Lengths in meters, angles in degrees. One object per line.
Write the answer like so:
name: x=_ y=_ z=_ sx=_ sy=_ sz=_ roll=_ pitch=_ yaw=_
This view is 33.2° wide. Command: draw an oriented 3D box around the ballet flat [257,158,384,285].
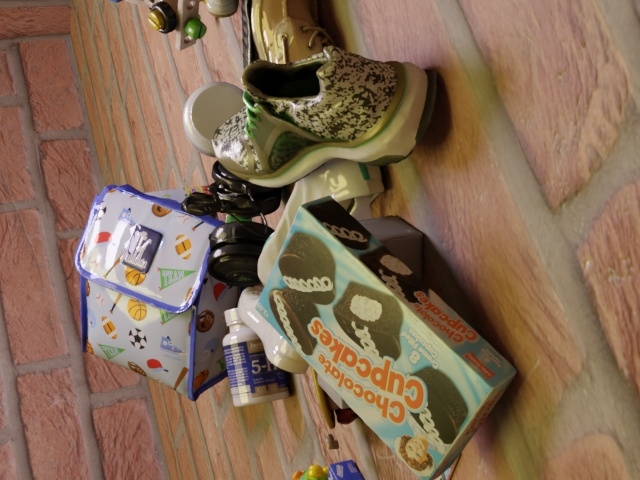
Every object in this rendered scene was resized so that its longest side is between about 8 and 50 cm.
ballet flat: x=0.000 y=0.000 z=1.605 sx=0.400 sy=0.139 sz=0.139 roll=114 pitch=143 yaw=-51

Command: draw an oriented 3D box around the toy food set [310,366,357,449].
toy food set: x=0.031 y=0.224 z=1.702 sx=0.128 sy=0.071 sz=0.218 roll=64 pitch=-168 yaw=-70

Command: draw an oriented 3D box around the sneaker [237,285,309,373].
sneaker: x=-0.062 y=0.122 z=1.900 sx=0.123 sy=0.106 sz=0.290 roll=-68 pitch=26 yaw=12

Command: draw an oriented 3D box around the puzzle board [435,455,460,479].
puzzle board: x=0.152 y=0.284 z=1.447 sx=0.128 sy=0.011 sz=0.096 roll=101 pitch=153 yaw=-45

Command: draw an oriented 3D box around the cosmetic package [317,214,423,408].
cosmetic package: x=0.064 y=0.094 z=1.446 sx=0.107 sy=0.127 sz=0.238 roll=-146 pitch=52 yaw=-64

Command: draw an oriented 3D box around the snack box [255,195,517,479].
snack box: x=0.068 y=0.118 z=1.302 sx=0.322 sy=0.060 sz=0.187 roll=44 pitch=131 yaw=22

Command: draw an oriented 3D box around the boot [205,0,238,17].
boot: x=-0.177 y=-0.510 z=1.819 sx=0.165 sy=0.077 sz=0.213 roll=98 pitch=164 yaw=-69

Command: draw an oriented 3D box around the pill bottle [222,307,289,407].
pill bottle: x=-0.129 y=0.221 z=2.068 sx=0.112 sy=0.112 sz=0.187 roll=151 pitch=109 yaw=-70

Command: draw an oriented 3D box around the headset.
headset: x=-0.159 y=-0.041 z=1.892 sx=0.394 sy=0.185 sz=0.243 roll=165 pitch=108 yaw=-81

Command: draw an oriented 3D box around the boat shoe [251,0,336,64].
boat shoe: x=-0.024 y=-0.274 z=1.597 sx=0.110 sy=0.121 sz=0.341 roll=3 pitch=97 yaw=35

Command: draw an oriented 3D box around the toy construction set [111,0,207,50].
toy construction set: x=-0.234 y=-0.503 z=2.000 sx=0.237 sy=0.257 sz=0.309 roll=48 pitch=122 yaw=29

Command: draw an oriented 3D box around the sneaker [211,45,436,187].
sneaker: x=-0.041 y=-0.184 z=1.389 sx=0.410 sy=0.182 sz=0.158 roll=-9 pitch=58 yaw=51

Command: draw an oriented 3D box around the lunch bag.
lunch bag: x=-0.334 y=0.096 z=2.256 sx=0.328 sy=0.239 sz=0.385 roll=20 pitch=119 yaw=24

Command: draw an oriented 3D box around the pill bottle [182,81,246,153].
pill bottle: x=-0.185 y=-0.220 z=1.950 sx=0.229 sy=0.131 sz=0.131 roll=-165 pitch=68 yaw=-83

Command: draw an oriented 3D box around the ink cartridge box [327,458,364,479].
ink cartridge box: x=0.044 y=0.474 z=1.782 sx=0.097 sy=0.046 sz=0.207 roll=-125 pitch=33 yaw=-51

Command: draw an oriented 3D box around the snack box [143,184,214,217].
snack box: x=-0.356 y=-0.040 z=2.463 sx=0.174 sy=0.207 sz=0.070 roll=108 pitch=149 yaw=-53

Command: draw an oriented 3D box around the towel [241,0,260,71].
towel: x=-0.101 y=-0.377 z=1.759 sx=0.324 sy=0.056 sz=0.312 roll=-109 pitch=17 yaw=-76

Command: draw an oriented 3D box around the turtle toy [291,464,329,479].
turtle toy: x=-0.013 y=0.437 z=1.863 sx=0.130 sy=0.066 sz=0.095 roll=29 pitch=-115 yaw=-60
